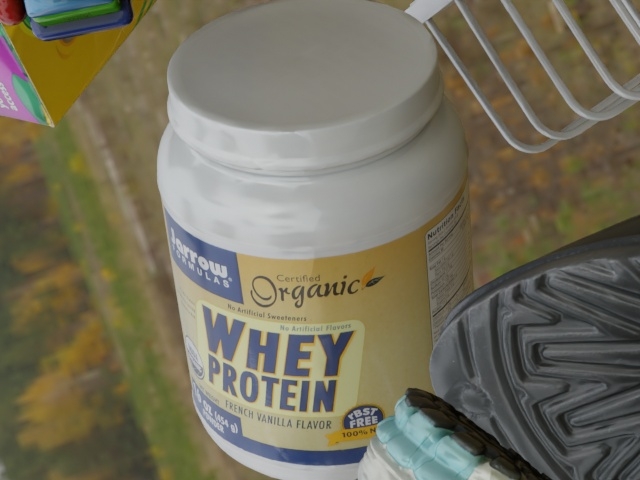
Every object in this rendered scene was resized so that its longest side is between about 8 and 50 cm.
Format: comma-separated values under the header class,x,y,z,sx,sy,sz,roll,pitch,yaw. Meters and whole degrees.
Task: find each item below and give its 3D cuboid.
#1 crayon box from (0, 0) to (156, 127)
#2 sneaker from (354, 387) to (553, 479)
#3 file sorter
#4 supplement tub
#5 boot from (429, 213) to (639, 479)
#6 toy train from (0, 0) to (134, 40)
class,x,y,z,sx,sy,sz,roll,pitch,yaw
crayon box,-0.208,-0.321,1.337,0.106,0.313,0.363,11,143,31
sneaker,0.059,0.148,0.778,0.110,0.122,0.283,38,179,29
file sorter,0.232,-0.200,1.473,0.173,0.193,0.277,56,159,-2
supplement tub,0.000,0.000,1.385,0.228,0.228,0.316,-122,21,-52
boot,0.292,-0.048,1.062,0.146,0.367,0.445,64,-149,-20
toy train,-0.166,-0.248,1.078,0.143,0.105,0.248,-145,44,-89
